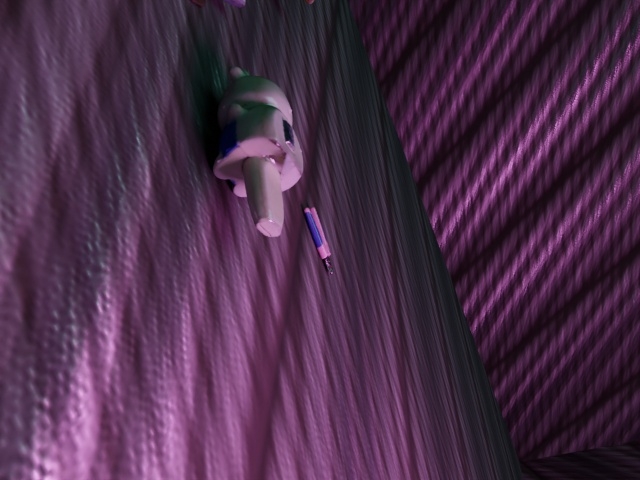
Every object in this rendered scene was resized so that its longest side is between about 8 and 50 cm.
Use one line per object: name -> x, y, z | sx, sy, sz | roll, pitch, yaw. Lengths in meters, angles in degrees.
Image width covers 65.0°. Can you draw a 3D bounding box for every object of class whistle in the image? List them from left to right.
whistle -> -0.073, -0.108, 0.580 | 0.110, 0.092, 0.244 | 48, 27, -52

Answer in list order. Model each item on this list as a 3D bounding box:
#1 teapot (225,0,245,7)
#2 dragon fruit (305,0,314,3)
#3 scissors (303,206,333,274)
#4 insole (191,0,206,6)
teapot -> -0.149, -0.435, 0.726 | 0.111, 0.149, 0.108 | 32, 20, 28
dragon fruit -> -0.065, -0.584, 1.021 | 0.207, 0.133, 0.150 | 56, 19, -28
scissors -> 0.000, 0.000, 0.800 | 0.113, 0.012, 0.039 | 70, 19, 0
insole -> -0.226, -0.381, 0.557 | 0.328, 0.007, 0.111 | 31, 44, -63
